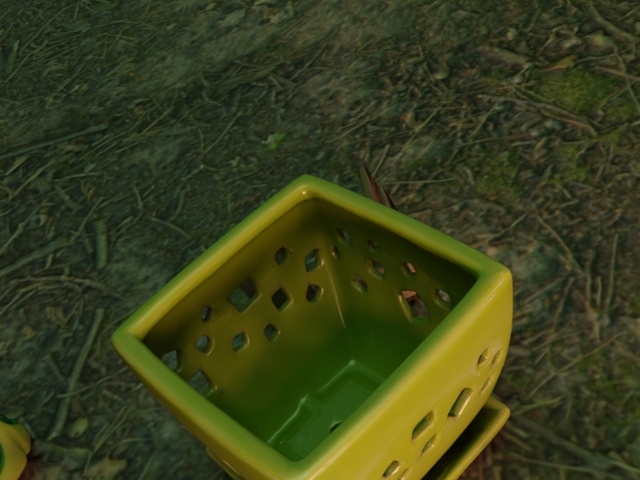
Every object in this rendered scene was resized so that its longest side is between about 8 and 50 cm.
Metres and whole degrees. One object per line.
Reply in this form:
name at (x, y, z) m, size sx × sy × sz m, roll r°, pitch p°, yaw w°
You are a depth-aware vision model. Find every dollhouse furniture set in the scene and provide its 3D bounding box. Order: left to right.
dollhouse furniture set at (0.000, 0.000, 0.905) m, size 0.151 × 0.144 × 0.123 m, roll -27°, pitch 36°, yaw 12°

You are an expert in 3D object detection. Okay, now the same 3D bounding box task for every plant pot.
plant pot at (0.010, 0.115, 0.715) m, size 0.227 × 0.207 × 0.228 m, roll -42°, pitch 47°, yaw -22°

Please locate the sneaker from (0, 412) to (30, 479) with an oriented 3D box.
sneaker at (-0.427, 0.196, 0.850) m, size 0.295 × 0.123 × 0.109 m, roll -12°, pitch 43°, yaw 8°
